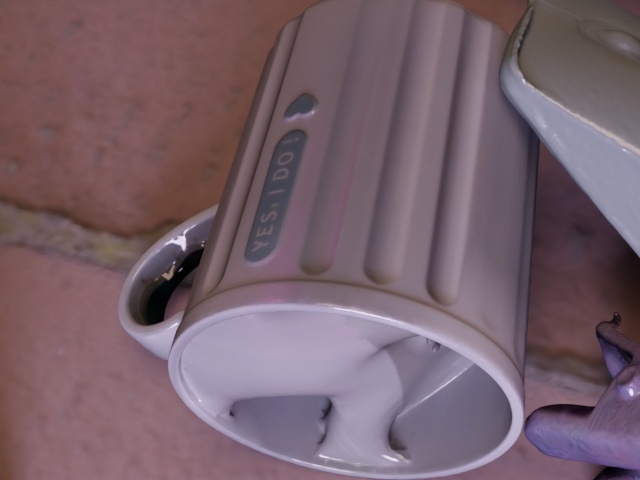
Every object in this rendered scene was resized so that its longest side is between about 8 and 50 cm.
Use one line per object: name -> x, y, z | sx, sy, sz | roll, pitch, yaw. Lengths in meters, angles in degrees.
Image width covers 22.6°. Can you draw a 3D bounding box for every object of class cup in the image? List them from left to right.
cup -> 0.002, -0.008, 0.800 | 0.221, 0.167, 0.202 | 7, 57, 8

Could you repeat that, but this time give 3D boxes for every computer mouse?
computer mouse -> 0.189, -0.043, 0.789 | 0.231, 0.079, 0.128 | 45, 38, -3

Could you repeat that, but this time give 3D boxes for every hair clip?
hair clip -> 0.196, 0.100, 0.693 | 0.090, 0.137, 0.278 | -46, 23, -16
